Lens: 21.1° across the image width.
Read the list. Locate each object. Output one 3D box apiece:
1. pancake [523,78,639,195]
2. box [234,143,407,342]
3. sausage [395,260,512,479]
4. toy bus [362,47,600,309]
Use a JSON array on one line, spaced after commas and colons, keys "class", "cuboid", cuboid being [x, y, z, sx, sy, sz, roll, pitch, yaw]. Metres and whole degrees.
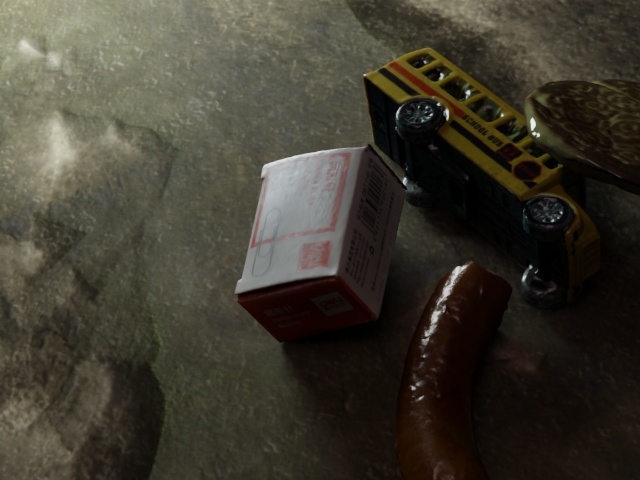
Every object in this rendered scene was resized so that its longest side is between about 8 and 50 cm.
[{"class": "pancake", "cuboid": [0.322, -0.107, 1.765, 0.250, 0.031, 0.250, 11, 32, -7]}, {"class": "box", "cuboid": [0.000, 0.000, 1.793, 0.133, 0.099, 0.182, -12, 48, 32]}, {"class": "sausage", "cuboid": [0.125, 0.155, 1.658, 0.103, 0.076, 0.302, -3, 51, 17]}, {"class": "toy bus", "cuboid": [0.177, -0.072, 1.802, 0.123, 0.121, 0.335, -30, 48, -21]}]
